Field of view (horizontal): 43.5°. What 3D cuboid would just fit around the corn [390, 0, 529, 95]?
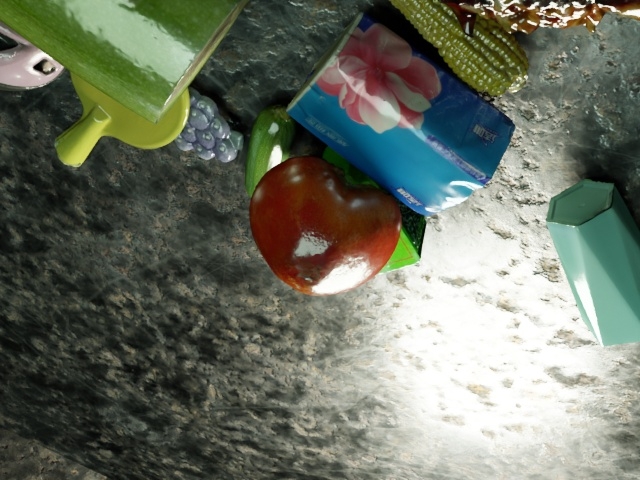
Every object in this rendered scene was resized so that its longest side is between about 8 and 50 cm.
[{"bbox_3d":[0.161,-0.292,1.039,0.288,0.086,0.086,42,134,-15],"label":"corn"}]

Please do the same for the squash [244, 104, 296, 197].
[{"bbox_3d":[-0.084,-0.136,1.307,0.077,0.068,0.219,34,141,19],"label":"squash"}]

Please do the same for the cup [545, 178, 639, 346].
[{"bbox_3d":[0.428,0.033,1.206,0.134,0.148,0.236,-32,119,6],"label":"cup"}]

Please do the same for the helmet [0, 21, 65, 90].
[{"bbox_3d":[-0.476,-0.335,1.177,0.253,0.198,0.154,40,161,-33],"label":"helmet"}]

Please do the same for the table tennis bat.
[{"bbox_3d":[-0.349,-0.226,1.344,0.224,0.054,0.368,48,134,-9],"label":"table tennis bat"}]

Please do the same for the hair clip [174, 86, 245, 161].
[{"bbox_3d":[-0.209,-0.201,1.326,0.195,0.052,0.124,21,128,15],"label":"hair clip"}]

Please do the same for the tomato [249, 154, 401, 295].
[{"bbox_3d":[0.000,0.000,1.177,0.233,0.140,0.200,23,133,-9],"label":"tomato"}]

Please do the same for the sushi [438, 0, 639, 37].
[{"bbox_3d":[0.280,-0.342,0.880,0.343,0.197,0.182,8,154,24],"label":"sushi"}]

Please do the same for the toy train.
[{"bbox_3d":[0.053,-0.048,1.297,0.188,0.132,0.243,-19,124,28],"label":"toy train"}]

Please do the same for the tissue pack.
[{"bbox_3d":[0.103,-0.163,1.119,0.269,0.137,0.209,34,161,-12],"label":"tissue pack"}]

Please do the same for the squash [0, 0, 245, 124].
[{"bbox_3d":[-0.300,-0.360,1.042,0.384,0.263,0.263,35,136,-11],"label":"squash"}]
